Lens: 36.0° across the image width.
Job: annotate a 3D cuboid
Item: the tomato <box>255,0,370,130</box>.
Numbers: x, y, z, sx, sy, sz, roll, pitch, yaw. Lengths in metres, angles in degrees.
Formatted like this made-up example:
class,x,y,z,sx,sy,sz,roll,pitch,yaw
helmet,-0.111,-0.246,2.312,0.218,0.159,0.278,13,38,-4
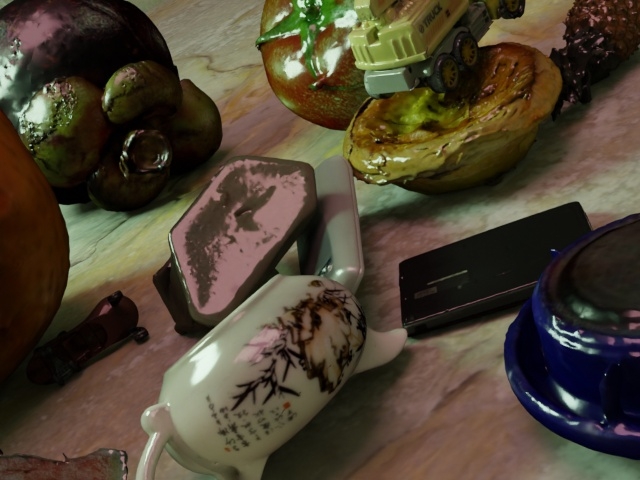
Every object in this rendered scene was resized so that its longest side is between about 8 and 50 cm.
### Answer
class,x,y,z,sx,sy,sz,roll,pitch,yaw
tomato,0.064,-0.308,1.466,0.303,0.303,0.239,2,-7,44

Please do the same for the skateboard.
class,x,y,z,sx,sy,sz,roll,pitch,yaw
skateboard,-0.289,0.119,1.190,0.151,0.067,0.080,-33,17,-11

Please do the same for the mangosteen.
class,x,y,z,sx,sy,sz,roll,pitch,yaw
mangosteen,-0.383,-0.235,1.630,0.421,0.381,0.381,6,36,25

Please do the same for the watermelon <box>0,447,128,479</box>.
class,x,y,z,sx,sy,sz,roll,pitch,yaw
watermelon,-0.259,0.238,0.852,0.071,0.139,0.187,-48,5,42

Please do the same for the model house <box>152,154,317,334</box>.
class,x,y,z,sx,sy,sz,roll,pitch,yaw
model house,-0.104,0.017,1.119,0.229,0.122,0.188,-56,-2,-28

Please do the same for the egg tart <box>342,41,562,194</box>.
class,x,y,z,sx,sy,sz,roll,pitch,yaw
egg tart,0.166,-0.139,1.236,0.290,0.115,0.290,-22,27,12

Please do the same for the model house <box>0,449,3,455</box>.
class,x,y,z,sx,sy,sz,roll,pitch,yaw
model house,-0.463,0.192,0.885,0.244,0.326,0.169,-33,27,-7

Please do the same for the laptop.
class,x,y,z,sx,sy,sz,roll,pitch,yaw
laptop,0.178,0.025,0.999,0.207,0.026,0.154,-18,26,12

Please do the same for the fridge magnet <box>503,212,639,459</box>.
class,x,y,z,sx,sy,sz,roll,pitch,yaw
fridge magnet,0.267,0.060,0.746,0.265,0.112,0.265,-17,25,8

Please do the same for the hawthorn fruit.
class,x,y,z,sx,sy,sz,roll,pitch,yaw
hawthorn fruit,-0.520,0.032,1.155,0.472,0.472,0.472,-19,25,9

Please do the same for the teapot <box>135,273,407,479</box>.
class,x,y,z,sx,sy,sz,roll,pitch,yaw
teapot,-0.054,0.138,0.857,0.208,0.166,0.299,-20,28,53

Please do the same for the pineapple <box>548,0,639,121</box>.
class,x,y,z,sx,sy,sz,roll,pitch,yaw
pineapple,0.356,-0.255,1.312,0.125,0.125,0.251,2,40,44

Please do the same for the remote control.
class,x,y,z,sx,sy,sz,roll,pitch,yaw
remote control,0.000,0.000,1.107,0.055,0.109,0.313,21,24,-11

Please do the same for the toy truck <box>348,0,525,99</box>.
class,x,y,z,sx,sy,sz,roll,pitch,yaw
toy truck,0.139,-0.299,1.241,0.124,0.157,0.272,3,41,42
